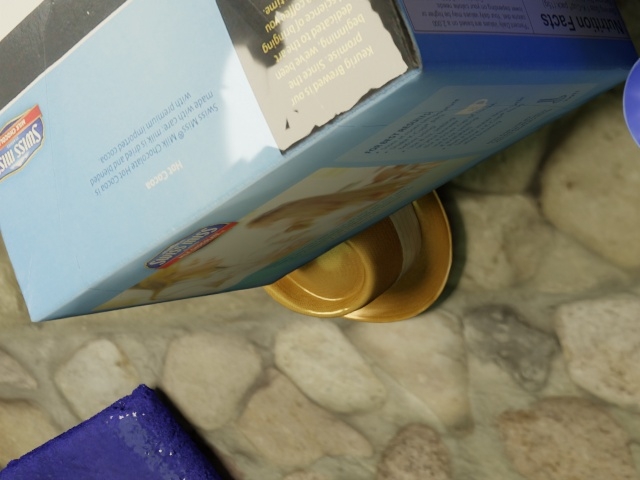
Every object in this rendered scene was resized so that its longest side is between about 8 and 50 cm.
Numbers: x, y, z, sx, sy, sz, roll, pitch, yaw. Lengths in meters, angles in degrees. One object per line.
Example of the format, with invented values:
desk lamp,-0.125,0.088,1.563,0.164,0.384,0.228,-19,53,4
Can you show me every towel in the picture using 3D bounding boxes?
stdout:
towel,-0.144,0.292,1.379,0.227,0.076,0.308,-30,101,32

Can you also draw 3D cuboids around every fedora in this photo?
fedora,0.000,0.000,1.095,0.194,0.079,0.194,15,126,22

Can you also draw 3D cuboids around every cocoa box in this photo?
cocoa box,-0.032,-0.122,0.890,0.347,0.231,0.228,-30,75,39

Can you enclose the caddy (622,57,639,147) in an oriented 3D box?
caddy,0.283,-0.170,0.738,0.341,0.179,0.241,-29,82,55
